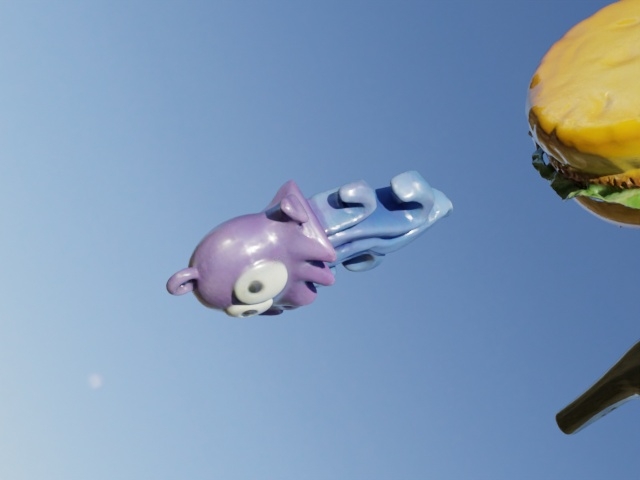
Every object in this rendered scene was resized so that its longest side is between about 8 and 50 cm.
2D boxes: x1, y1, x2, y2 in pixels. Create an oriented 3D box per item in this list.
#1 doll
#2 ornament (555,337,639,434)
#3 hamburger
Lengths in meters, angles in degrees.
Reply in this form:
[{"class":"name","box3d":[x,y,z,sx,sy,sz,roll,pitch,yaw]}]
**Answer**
[{"class":"doll","box3d":[0.000,0.000,0.778,0.067,0.206,0.110,58,-31,25]},{"class":"ornament","box3d":[0.280,0.113,0.965,0.245,0.061,0.230,-48,-136,37]},{"class":"hamburger","box3d":[0.315,-0.108,1.195,0.246,0.246,0.170,28,-21,54]}]
